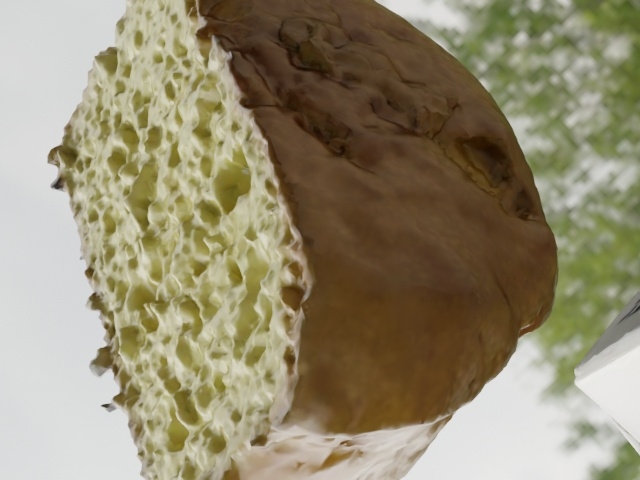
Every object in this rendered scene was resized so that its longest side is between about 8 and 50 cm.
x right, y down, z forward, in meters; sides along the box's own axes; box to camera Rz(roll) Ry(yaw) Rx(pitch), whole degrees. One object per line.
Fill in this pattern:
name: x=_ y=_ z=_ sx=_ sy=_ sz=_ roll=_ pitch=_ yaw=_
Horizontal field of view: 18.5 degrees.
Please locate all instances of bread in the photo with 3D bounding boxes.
bread: x=0.000 y=0.000 z=0.951 sx=0.179 sy=0.194 sz=0.340 roll=12 pitch=-145 yaw=-30

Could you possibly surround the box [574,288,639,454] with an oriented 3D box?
box: x=0.209 y=-0.018 z=0.396 sx=0.145 sy=0.333 sz=0.173 roll=45 pitch=-116 yaw=0
